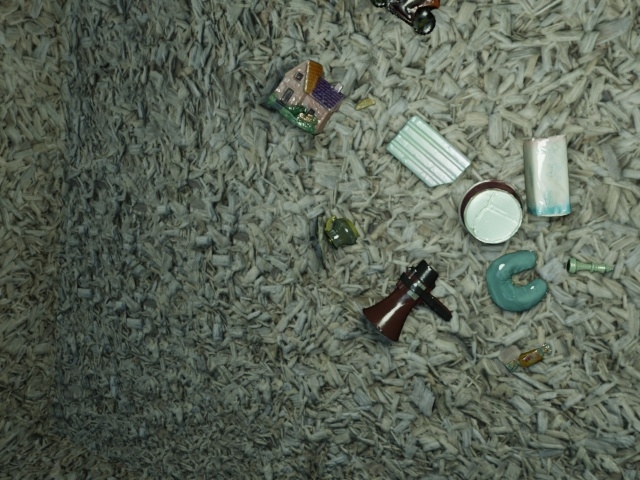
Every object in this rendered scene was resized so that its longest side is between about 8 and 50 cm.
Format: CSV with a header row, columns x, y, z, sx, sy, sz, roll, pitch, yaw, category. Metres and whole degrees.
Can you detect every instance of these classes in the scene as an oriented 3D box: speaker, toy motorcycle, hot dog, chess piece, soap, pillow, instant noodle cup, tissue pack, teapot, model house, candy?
x,y,z,sx,sy,sz,roll,pitch,yaw,category
0.373,0.267,1.826,0.329,0.198,0.259,-44,70,12,speaker
0.290,-0.946,1.677,0.401,0.134,0.207,36,108,9,toy motorcycle
0.181,-0.555,1.832,0.090,0.030,0.034,-15,92,20,hot dog
0.983,0.096,1.648,0.149,0.059,0.059,4,100,11,chess piece
0.417,-0.332,1.751,0.289,0.095,0.173,43,109,8,soap
0.746,0.160,1.723,0.214,0.086,0.233,-24,92,16,pillow
0.625,-0.101,1.644,0.243,0.231,0.243,3,100,18,instant noodle cup
0.789,-0.225,1.582,0.124,0.201,0.271,-5,97,13,tissue pack
0.079,-0.037,1.905,0.119,0.130,0.166,-32,53,-7,teapot
-0.046,-0.585,1.816,0.237,0.202,0.237,40,110,9,model house
0.815,0.459,1.767,0.182,0.046,0.053,-33,84,16,candy

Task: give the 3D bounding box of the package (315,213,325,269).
x,y,z,sx,sy,sz,roll,pitch,yaw,category
0.000,0.000,1.911,0.040,0.166,0.232,-5,101,3,package
